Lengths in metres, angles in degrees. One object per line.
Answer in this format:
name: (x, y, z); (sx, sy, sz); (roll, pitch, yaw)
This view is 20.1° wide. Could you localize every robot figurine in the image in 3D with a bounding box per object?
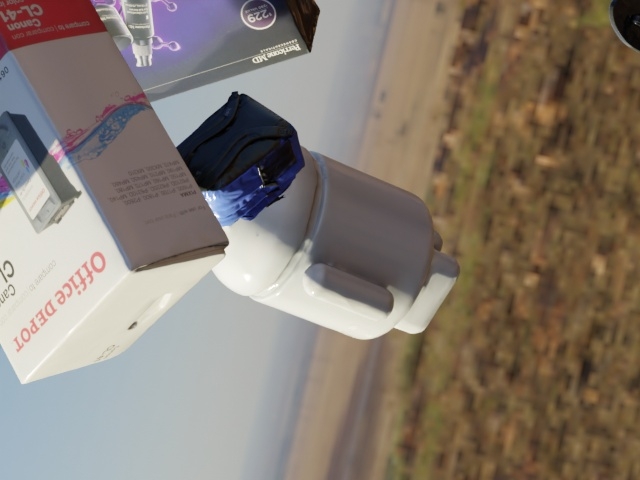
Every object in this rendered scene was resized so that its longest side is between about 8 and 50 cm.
robot figurine: (0.000, 0.000, 2.256); (0.199, 0.353, 0.300); (-60, 27, 15)

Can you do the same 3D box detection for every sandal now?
sandal: (0.421, -0.237, 2.178); (0.067, 0.179, 0.040); (-52, 17, -11)

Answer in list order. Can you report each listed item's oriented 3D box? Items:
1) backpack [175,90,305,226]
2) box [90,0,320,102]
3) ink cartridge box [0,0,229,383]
backpack: (-0.085, -0.068, 1.801); (0.120, 0.098, 0.101); (-39, -42, -22)
box: (-0.158, -0.269, 2.016); (0.103, 0.261, 0.184); (-82, -30, -50)
ink cartridge box: (-0.252, -0.057, 1.677); (0.131, 0.306, 0.226); (-15, -21, -45)
